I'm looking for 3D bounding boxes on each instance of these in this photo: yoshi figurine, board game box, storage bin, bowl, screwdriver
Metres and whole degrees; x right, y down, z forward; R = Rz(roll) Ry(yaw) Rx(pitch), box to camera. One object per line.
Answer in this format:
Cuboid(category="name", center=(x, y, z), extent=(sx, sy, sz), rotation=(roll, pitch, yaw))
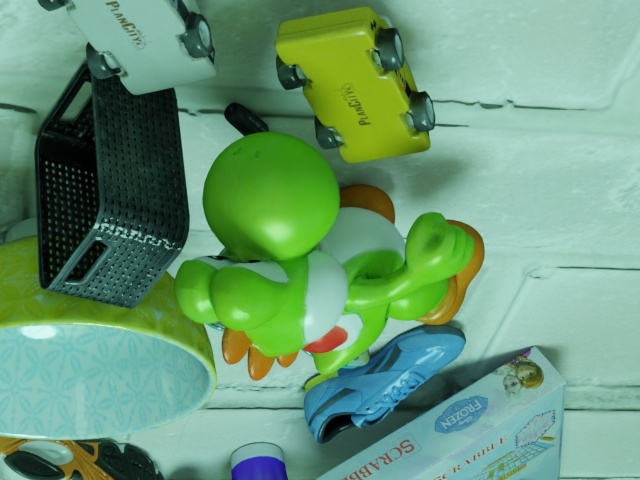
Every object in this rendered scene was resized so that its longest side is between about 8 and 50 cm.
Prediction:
Cuboid(category="yoshi figurine", center=(0.008, -0.009, 1.385), extent=(0.204, 0.203, 0.362), rotation=(-32, 168, 26))
Cuboid(category="board game box", center=(0.144, 0.305, 1.914), extent=(0.319, 0.066, 0.318), rotation=(-29, 146, -15))
Cuboid(category="storage bin", center=(-0.180, -0.047, 1.369), extent=(0.084, 0.180, 0.122), rotation=(14, 138, -30))
Cuboid(category="bowl", center=(-0.244, 0.069, 1.518), extent=(0.290, 0.156, 0.289), rotation=(-3, 153, -2))
Cuboid(category="screwdriver", center=(-0.038, -0.086, 1.494), extent=(0.024, 0.025, 0.170), rotation=(-26, 149, 20))

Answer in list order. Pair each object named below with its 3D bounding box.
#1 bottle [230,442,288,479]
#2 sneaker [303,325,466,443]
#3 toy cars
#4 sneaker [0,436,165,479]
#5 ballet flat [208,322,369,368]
Cuboid(category="bottle", center=(-0.060, 0.374, 1.877), extent=(0.118, 0.282, 0.092), rotation=(-33, 137, 30))
Cuboid(category="sneaker", center=(0.076, 0.166, 1.800), extent=(0.209, 0.082, 0.069), rotation=(-27, 138, 20))
Cuboid(category="toy cars", center=(-0.061, -0.174, 1.310), extent=(0.394, 0.087, 0.176), rotation=(17, 146, -25))
Cuboid(category="sneaker", center=(-0.297, 0.285, 1.880), extent=(0.262, 0.099, 0.121), rotation=(31, 136, -33))
Cuboid(category="ballet flat", center=(-0.021, 0.076, 1.673), extent=(0.222, 0.077, 0.079), rotation=(19, 116, -33))
